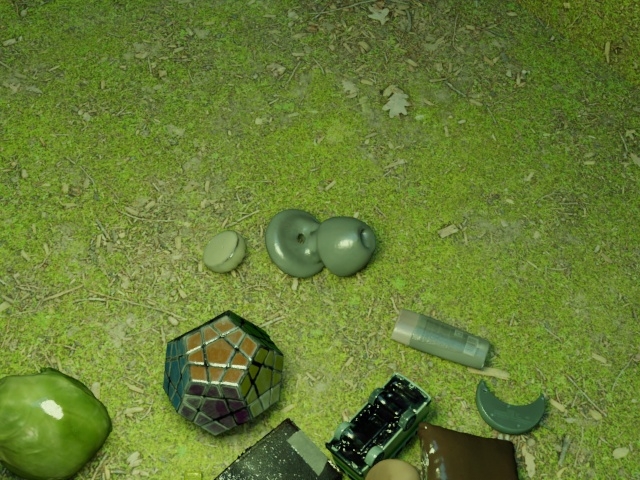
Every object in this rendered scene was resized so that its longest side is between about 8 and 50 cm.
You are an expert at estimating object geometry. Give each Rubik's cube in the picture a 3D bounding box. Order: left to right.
[{"bbox_3d":[-0.250,0.336,1.905,0.264,0.319,0.319,4,55,-31],"label":"Rubik's cube"}]

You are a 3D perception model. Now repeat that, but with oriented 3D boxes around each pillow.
[{"bbox_3d":[0.383,0.618,1.827,0.305,0.108,0.308,17,50,-22],"label":"pillow"}]

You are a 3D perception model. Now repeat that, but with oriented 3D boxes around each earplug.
[{"bbox_3d":[0.000,0.005,2.178,0.325,0.175,0.214,6,65,0],"label":"earplug"}]

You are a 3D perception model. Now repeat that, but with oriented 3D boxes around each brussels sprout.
[{"bbox_3d":[-0.671,0.445,1.806,0.328,0.328,0.247,20,35,9],"label":"brussels sprout"}]

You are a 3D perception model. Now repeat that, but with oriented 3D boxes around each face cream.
[{"bbox_3d":[0.339,0.278,2.092,0.269,0.073,0.107,19,54,8],"label":"face cream"}]

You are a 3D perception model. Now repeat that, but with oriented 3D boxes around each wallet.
[{"bbox_3d":[-0.106,0.608,1.873,0.262,0.071,0.221,-37,62,-26],"label":"wallet"}]

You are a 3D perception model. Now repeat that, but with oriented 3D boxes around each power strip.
[{"bbox_3d":[0.525,0.461,2.008,0.216,0.044,0.137,15,59,6],"label":"power strip"}]

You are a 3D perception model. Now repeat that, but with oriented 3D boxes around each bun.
[{"bbox_3d":[-0.273,0.044,2.190,0.138,0.094,0.138,-20,45,22],"label":"bun"}]

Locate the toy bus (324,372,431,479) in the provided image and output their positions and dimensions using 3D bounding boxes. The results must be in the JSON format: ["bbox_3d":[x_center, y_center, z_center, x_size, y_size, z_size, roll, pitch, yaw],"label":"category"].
[{"bbox_3d":[0.154,0.492,1.897,0.276,0.165,0.133,-39,54,-24],"label":"toy bus"}]

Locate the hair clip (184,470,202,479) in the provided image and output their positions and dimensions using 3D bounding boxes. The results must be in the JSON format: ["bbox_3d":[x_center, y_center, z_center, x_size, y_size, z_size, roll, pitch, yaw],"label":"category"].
[{"bbox_3d":[-0.313,0.661,1.831,0.072,0.046,0.173,-2,60,0],"label":"hair clip"}]

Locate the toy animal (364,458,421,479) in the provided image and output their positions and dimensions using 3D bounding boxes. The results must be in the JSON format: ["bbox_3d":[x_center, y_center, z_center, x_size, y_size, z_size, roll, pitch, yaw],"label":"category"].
[{"bbox_3d":[0.172,0.634,1.714,0.166,0.154,0.250,-22,54,35],"label":"toy animal"}]
